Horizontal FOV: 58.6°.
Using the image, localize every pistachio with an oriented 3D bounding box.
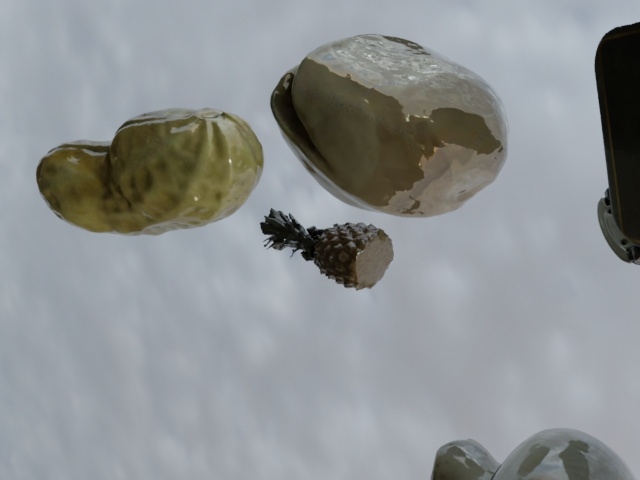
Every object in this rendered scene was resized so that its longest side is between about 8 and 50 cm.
[{"bbox_3d":[0.095,-0.140,0.709,0.207,0.331,0.226,-4,-95,62],"label":"pistachio"}]

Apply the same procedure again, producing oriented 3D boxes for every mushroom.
[{"bbox_3d":[0.216,0.304,0.603,0.243,0.243,0.244,16,-65,37],"label":"mushroom"}]

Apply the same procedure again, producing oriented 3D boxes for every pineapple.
[{"bbox_3d":[0.000,0.000,0.479,0.124,0.058,0.058,23,-60,41],"label":"pineapple"}]

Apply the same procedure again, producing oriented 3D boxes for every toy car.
[{"bbox_3d":[0.433,-0.020,0.709,0.139,0.112,0.112,-26,-130,30],"label":"toy car"}]

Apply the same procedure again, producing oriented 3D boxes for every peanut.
[{"bbox_3d":[-0.207,-0.076,0.677,0.305,0.147,0.147,-10,-82,30],"label":"peanut"}]

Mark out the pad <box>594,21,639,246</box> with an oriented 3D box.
[{"bbox_3d":[0.355,-0.042,0.485,0.375,0.063,0.315,-145,-142,-74],"label":"pad"}]
